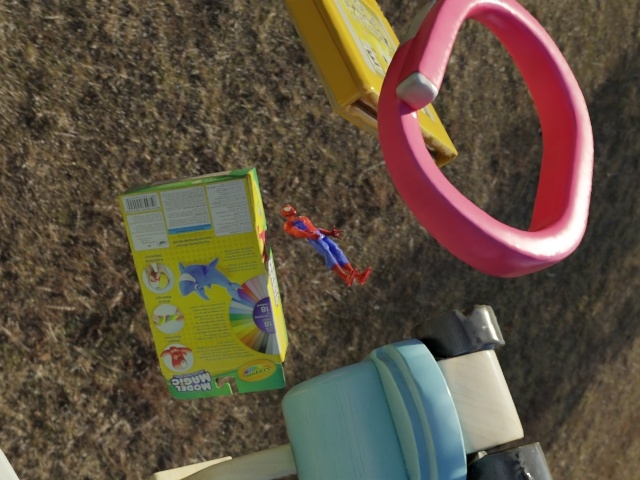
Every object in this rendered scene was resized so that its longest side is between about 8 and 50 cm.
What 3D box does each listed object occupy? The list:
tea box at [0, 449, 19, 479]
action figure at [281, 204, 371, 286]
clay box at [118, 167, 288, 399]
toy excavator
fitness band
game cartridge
[{"bbox_3d":[-0.351,0.189,0.376,0.220,0.329,0.324,-12,138,-50],"label":"tea box"},{"bbox_3d":[0.000,0.000,0.646,0.038,0.115,0.030,-9,129,-50],"label":"action figure"},{"bbox_3d":[-0.109,0.047,0.662,0.127,0.053,0.222,-7,108,6],"label":"clay box"},{"bbox_3d":[-0.002,0.272,0.870,0.444,0.223,0.433,-8,159,-15],"label":"toy excavator"},{"bbox_3d":[0.153,-0.103,0.567,0.209,0.054,0.291,38,50,-16],"label":"fitness band"},{"bbox_3d":[0.044,-0.260,0.832,0.052,0.324,0.285,-30,159,23],"label":"game cartridge"}]
